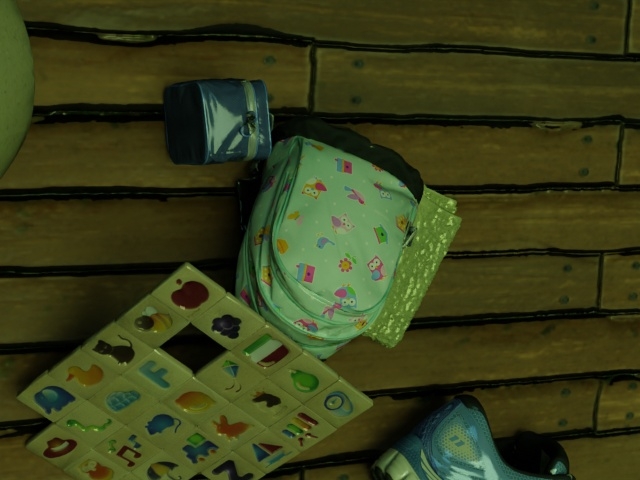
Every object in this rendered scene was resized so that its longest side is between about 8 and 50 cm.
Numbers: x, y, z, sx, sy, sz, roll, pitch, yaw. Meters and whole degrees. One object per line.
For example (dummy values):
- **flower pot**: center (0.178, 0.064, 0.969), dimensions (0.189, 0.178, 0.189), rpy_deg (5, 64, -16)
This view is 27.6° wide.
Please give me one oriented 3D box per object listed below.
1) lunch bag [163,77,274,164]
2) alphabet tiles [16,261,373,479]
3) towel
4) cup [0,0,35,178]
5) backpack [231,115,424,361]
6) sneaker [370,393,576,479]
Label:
- **lunch bag**: center (-0.076, -0.094, 1.021), dimensions (0.065, 0.098, 0.067), rpy_deg (-8, 98, -27)
- **alphabet tiles**: center (-0.111, 0.134, 1.020), dimensions (0.237, 0.009, 0.198), rpy_deg (-36, 121, 26)
- **towel**: center (0.057, 0.013, 1.148), dimensions (0.110, 0.027, 0.148), rpy_deg (26, 87, -29)
- **cup**: center (-0.321, -0.097, 0.807), dimensions (0.237, 0.331, 0.331), rpy_deg (-22, 111, -49)
- **backpack**: center (0.000, 0.000, 1.024), dimensions (0.152, 0.115, 0.182), rpy_deg (23, 58, -7)
- **sneaker**: center (0.201, 0.267, 1.212), dimensions (0.147, 0.130, 0.330), rpy_deg (-47, 116, -8)
